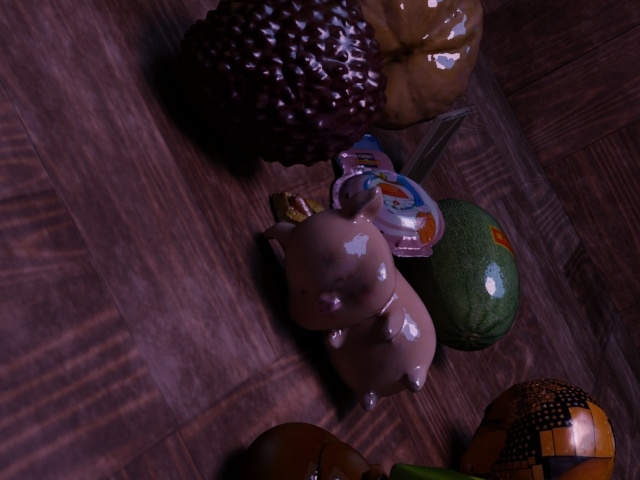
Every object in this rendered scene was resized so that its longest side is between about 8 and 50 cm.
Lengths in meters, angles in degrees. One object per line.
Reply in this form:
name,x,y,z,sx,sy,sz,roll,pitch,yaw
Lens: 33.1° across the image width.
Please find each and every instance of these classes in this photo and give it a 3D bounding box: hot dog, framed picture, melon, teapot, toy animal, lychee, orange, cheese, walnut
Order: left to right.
lychee,-0.056,-0.210,1.335,0.271,0.271,0.271,48,25,-32
teapot,-0.002,0.254,1.016,0.178,0.135,0.252,62,20,10
hot dog,0.001,-0.001,1.421,0.169,0.061,0.078,56,24,-15
toy animal,0.048,0.073,1.310,0.250,0.166,0.154,63,11,-16
cheese,0.091,-0.074,1.655,0.188,0.074,0.286,3,43,-26
walnut,0.128,-0.356,1.833,0.306,0.306,0.344,56,18,-17
framed picture,0.186,-0.147,1.873,0.016,0.184,0.250,36,20,9
melon,0.219,0.043,1.704,0.182,0.182,0.288,40,30,-44
orange,0.308,0.306,1.515,0.182,0.234,0.234,43,23,-2

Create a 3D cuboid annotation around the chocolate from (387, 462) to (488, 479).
chocolate,0.155,0.387,1.057,0.288,0.137,0.301,30,69,-57
